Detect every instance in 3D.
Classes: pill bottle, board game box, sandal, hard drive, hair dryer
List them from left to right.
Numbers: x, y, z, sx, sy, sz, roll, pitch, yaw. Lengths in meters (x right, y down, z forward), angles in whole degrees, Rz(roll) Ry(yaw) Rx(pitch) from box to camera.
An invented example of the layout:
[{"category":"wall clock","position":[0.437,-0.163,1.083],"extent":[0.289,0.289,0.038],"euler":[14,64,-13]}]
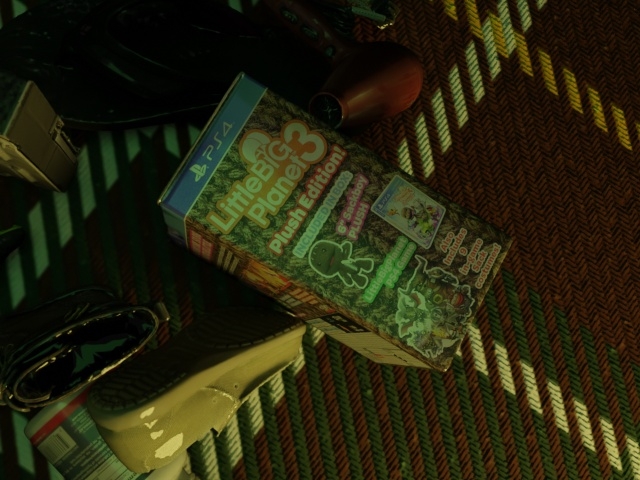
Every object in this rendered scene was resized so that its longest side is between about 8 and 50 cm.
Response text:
[{"category":"hard drive","position":[-0.418,-0.149,0.633],"extent":[0.339,0.237,0.064],"euler":[21,80,-7]},{"category":"pill bottle","position":[-0.202,0.223,0.684],"extent":[0.108,0.108,0.180],"euler":[-42,91,-12]},{"category":"sandal","position":[-0.137,-0.212,0.743],"extent":[0.446,0.107,0.167],"euler":[1,70,-12]},{"category":"board game box","position":[0.000,0.000,0.687],"extent":[0.291,0.232,0.141],"euler":[31,77,-5]},{"category":"hair dryer","position":[0.005,-0.204,0.713],"extent":[0.224,0.080,0.293],"euler":[9,41,-21]}]

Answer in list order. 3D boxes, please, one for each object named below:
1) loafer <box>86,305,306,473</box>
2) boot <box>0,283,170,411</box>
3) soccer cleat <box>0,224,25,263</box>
[{"category":"loafer","position":[-0.116,0.142,0.680],"extent":[0.269,0.102,0.092],"euler":[-21,119,-48]},{"category":"boot","position":[-0.277,0.112,0.612],"extent":[0.263,0.229,0.091],"euler":[-32,102,-18]},{"category":"soccer cleat","position":[-0.382,0.051,0.707],"extent":[0.179,0.060,0.072],"euler":[-37,100,-7]}]
